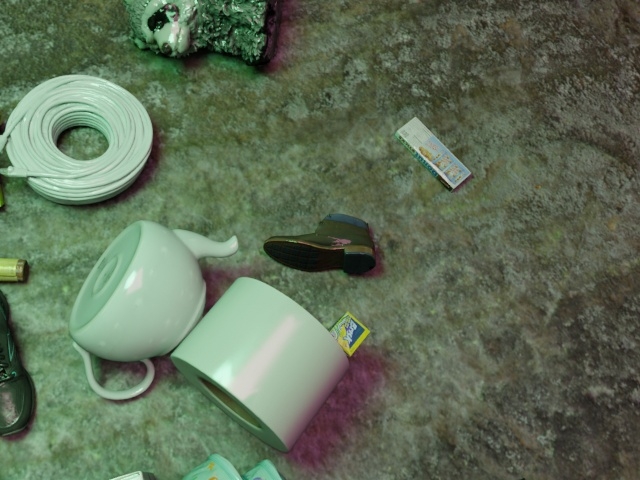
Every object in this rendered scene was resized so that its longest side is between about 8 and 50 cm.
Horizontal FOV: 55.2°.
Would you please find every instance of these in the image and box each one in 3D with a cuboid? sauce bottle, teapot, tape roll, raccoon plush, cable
[{"bbox_3d":[-0.579,0.049,1.063,0.128,0.042,0.042,5,68,-12],"label":"sauce bottle"},{"bbox_3d":[-0.283,0.107,1.026,0.187,0.256,0.253,37,40,-29],"label":"teapot"},{"bbox_3d":[-0.097,0.201,1.001,0.246,0.246,0.169,38,67,4],"label":"tape roll"},{"bbox_3d":[-0.233,-0.527,1.334,0.298,0.216,0.447,7,38,5],"label":"raccoon plush"},{"bbox_3d":[-0.451,-0.188,1.156,0.257,0.089,0.257,18,64,-8],"label":"cable"}]

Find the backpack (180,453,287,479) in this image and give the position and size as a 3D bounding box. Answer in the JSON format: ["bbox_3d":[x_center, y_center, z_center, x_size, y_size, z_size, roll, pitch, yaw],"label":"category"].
[{"bbox_3d":[-0.115,0.441,0.917,0.253,0.225,0.191,42,63,16],"label":"backpack"}]

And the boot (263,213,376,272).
[{"bbox_3d":[0.000,0.000,1.208,0.219,0.082,0.106,9,46,-5],"label":"boot"}]

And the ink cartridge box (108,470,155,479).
[{"bbox_3d":[-0.269,0.440,0.848,0.117,0.283,0.207,-15,73,-17],"label":"ink cartridge box"}]

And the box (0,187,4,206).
[{"bbox_3d":[-0.637,-0.139,1.080,0.108,0.042,0.178,-12,102,-18],"label":"box"}]

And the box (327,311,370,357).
[{"bbox_3d":[0.028,0.181,1.076,0.054,0.169,0.059,41,66,5],"label":"box"}]

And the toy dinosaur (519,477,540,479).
[{"bbox_3d":[0.370,0.541,1.032,0.321,0.164,0.219,3,84,-34],"label":"toy dinosaur"}]

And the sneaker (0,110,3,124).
[{"bbox_3d":[-0.684,-0.199,1.133,0.192,0.064,0.086,-40,56,-11],"label":"sneaker"}]

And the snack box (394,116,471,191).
[{"bbox_3d":[0.248,-0.191,1.350,0.064,0.022,0.178,-39,81,-24],"label":"snack box"}]

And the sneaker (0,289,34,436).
[{"bbox_3d":[-0.541,0.185,0.986,0.101,0.106,0.268,-20,76,-20],"label":"sneaker"}]
